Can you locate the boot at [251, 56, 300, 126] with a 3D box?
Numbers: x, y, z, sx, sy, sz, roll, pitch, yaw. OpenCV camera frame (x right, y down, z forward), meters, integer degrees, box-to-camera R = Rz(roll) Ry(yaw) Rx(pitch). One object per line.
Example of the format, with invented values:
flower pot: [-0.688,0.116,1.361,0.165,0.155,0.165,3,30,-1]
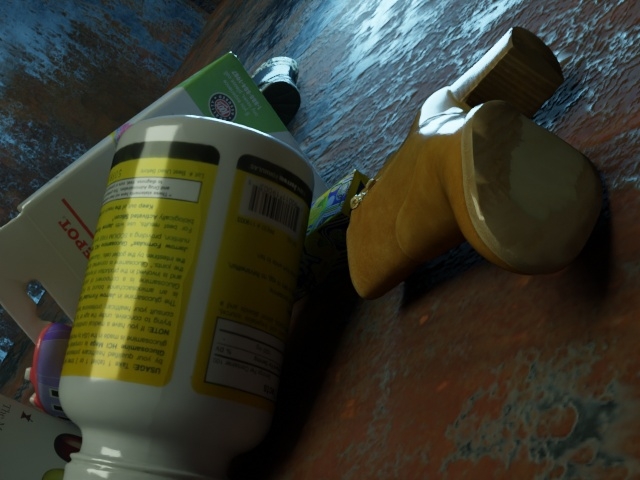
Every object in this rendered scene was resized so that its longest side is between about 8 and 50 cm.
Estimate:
boot: [-0.118,-0.193,1.507,0.236,0.085,0.178,-43,19,21]

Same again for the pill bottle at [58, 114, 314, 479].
pill bottle: [-0.122,0.075,0.817,0.188,0.188,0.334,-21,56,61]

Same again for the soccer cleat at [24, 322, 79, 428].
soccer cleat: [-0.214,0.168,0.914,0.248,0.095,0.083,83,-165,-44]

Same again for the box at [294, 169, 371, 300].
box: [0.000,0.000,0.917,0.169,0.054,0.059,-37,26,47]

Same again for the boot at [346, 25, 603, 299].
boot: [0.090,-0.015,0.665,0.211,0.104,0.295,-50,13,34]

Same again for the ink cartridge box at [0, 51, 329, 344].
ink cartridge box: [-0.189,-0.020,1.028,0.353,0.207,0.119,-39,15,-14]

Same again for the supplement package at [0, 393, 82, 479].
supplement package: [-0.270,0.254,0.856,0.134,0.244,0.139,-42,28,38]
